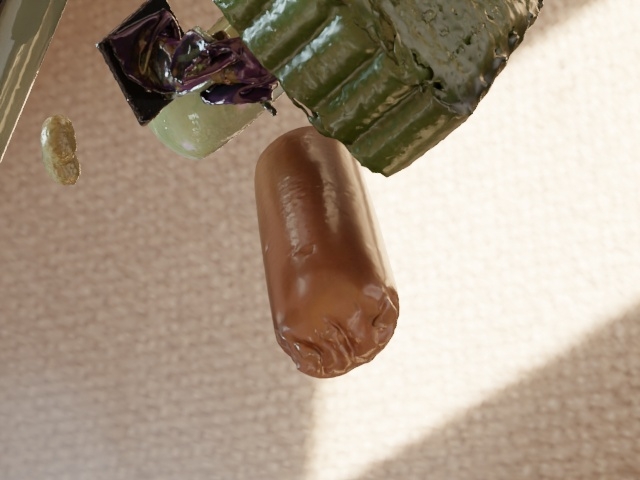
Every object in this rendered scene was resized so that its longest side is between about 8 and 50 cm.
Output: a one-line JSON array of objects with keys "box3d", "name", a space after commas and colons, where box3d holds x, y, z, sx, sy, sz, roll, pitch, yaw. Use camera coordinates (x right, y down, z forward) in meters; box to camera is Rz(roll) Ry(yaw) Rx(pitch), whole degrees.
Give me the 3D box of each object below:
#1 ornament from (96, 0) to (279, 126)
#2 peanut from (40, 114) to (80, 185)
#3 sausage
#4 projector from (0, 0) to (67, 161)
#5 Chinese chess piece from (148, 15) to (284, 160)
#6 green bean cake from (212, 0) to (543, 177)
[{"box3d": [-0.067, -0.130, 1.306, 0.203, 0.081, 0.088, 10, 47, 39], "name": "ornament"}, {"box3d": [-0.243, -0.083, 1.587, 0.037, 0.083, 0.037, -2, 53, 3], "name": "peanut"}, {"box3d": [0.001, 0.000, 1.186, 0.086, 0.086, 0.289, -39, 23, 13], "name": "sausage"}, {"box3d": [-0.219, -0.220, 1.229, 0.108, 0.108, 0.337, 35, 108, 30], "name": "projector"}, {"box3d": [-0.088, -0.188, 1.815, 0.238, 0.238, 0.092, -43, 101, 11], "name": "Chinese chess piece"}, {"box3d": [0.042, -0.171, 1.163, 0.200, 0.214, 0.113, 49, 130, -7], "name": "green bean cake"}]
